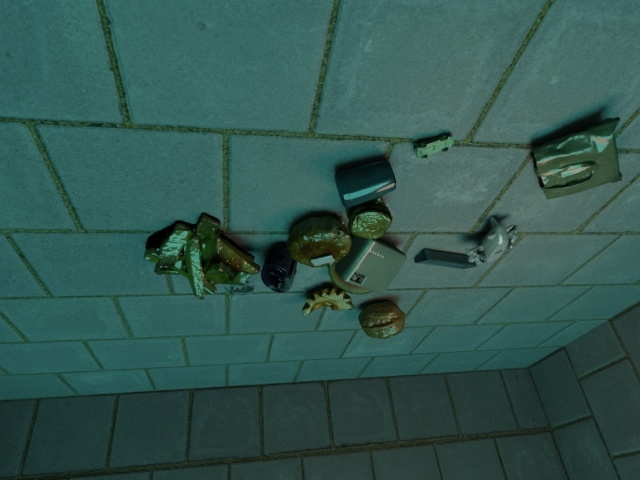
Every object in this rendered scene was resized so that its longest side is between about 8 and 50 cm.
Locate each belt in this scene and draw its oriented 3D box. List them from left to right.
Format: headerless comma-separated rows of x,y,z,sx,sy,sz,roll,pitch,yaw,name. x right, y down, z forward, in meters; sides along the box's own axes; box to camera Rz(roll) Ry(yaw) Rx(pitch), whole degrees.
-0.159,0.112,1.796,0.140,0.126,0.230,18,147,5,belt

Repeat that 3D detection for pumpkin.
0.033,0.265,2.112,0.254,0.149,0.130,-11,104,14,pumpkin

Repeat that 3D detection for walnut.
0.320,0.411,2.281,0.245,0.198,0.198,-18,145,18,walnut

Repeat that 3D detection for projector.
0.202,0.090,1.778,0.250,0.108,0.198,23,104,-40,projector

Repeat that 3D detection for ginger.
-0.449,0.092,1.633,0.414,0.211,0.358,-9,145,4,ginger

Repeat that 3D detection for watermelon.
0.196,0.146,1.961,0.304,0.159,0.128,-12,-175,8,watermelon

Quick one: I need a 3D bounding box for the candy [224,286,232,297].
-0.425,0.236,2.021,0.023,0.025,0.083,3,143,16,candy

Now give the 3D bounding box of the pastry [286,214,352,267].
-0.006,0.000,1.661,0.257,0.120,0.236,-20,141,22,pastry

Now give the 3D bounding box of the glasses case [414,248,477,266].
0.558,0.084,1.969,0.266,0.056,0.105,8,168,-22,glasses case

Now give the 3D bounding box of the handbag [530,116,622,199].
0.844,-0.253,1.452,0.253,0.109,0.316,-19,146,25,handbag

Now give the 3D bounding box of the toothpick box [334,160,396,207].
0.146,-0.185,1.407,0.184,0.120,0.120,-17,146,9,toothpick box

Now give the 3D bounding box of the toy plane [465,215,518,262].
0.707,0.005,1.817,0.245,0.117,0.244,-22,150,-13,toy plane

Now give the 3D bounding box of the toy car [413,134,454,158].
0.349,-0.293,1.359,0.122,0.035,0.059,-21,145,5,toy car

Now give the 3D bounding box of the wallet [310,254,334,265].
0.008,0.074,1.649,0.083,0.011,0.044,-14,143,15,wallet

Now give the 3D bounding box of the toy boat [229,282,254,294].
-0.362,0.207,1.975,0.105,0.034,0.149,-15,147,8,toy boat

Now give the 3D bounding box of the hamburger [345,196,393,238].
0.168,-0.100,1.539,0.159,0.131,0.185,14,135,-16,hamburger
